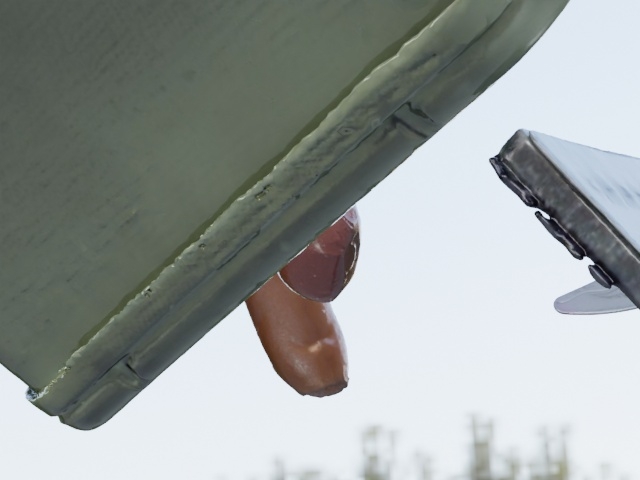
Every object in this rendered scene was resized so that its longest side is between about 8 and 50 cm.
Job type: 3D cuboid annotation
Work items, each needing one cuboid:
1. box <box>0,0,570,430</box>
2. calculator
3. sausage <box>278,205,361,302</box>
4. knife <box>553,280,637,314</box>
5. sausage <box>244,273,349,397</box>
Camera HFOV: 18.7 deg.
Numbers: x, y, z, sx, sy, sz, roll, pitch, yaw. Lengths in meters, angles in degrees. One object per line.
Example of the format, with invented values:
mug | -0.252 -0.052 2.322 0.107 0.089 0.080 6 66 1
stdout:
box | -0.118 -0.138 0.780 0.344 0.177 0.352 38 -47 -13
calculator | 0.164 0.023 0.773 0.021 0.161 0.261 -47 -17 16
sausage | 0.000 0.000 1.335 0.054 0.059 0.094 30 -41 22
knife | 0.302 0.015 1.609 0.244 0.058 0.032 -28 -34 -21
sausage | -0.070 -0.029 2.056 0.094 0.419 0.094 -21 -1 27
